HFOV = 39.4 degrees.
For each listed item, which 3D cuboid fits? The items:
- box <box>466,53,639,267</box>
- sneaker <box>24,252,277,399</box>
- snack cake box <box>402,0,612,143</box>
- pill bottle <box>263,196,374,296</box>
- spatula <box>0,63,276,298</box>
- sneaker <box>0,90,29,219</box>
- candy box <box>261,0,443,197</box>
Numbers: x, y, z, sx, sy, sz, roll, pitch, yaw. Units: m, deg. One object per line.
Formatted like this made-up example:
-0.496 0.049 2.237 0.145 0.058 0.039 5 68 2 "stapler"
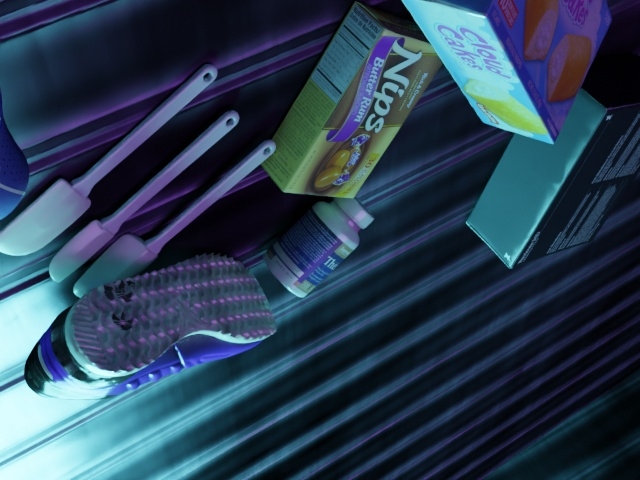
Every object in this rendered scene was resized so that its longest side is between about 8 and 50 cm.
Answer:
0.331 -0.104 1.171 0.184 0.103 0.261 -16 142 -39 "box"
-0.174 0.095 0.902 0.146 0.102 0.293 -34 164 31 "sneaker"
0.183 -0.217 0.833 0.152 0.089 0.264 -63 149 -4 "snack cake box"
0.000 0.000 0.982 0.120 0.067 0.067 -44 149 7 "pill bottle"
-0.158 -0.043 0.812 0.242 0.019 0.168 -41 144 1 "spatula"
-0.225 -0.140 0.505 0.182 0.127 0.315 -34 147 -5 "sneaker"
0.033 -0.130 0.867 0.109 0.053 0.186 3 130 -49 "candy box"
